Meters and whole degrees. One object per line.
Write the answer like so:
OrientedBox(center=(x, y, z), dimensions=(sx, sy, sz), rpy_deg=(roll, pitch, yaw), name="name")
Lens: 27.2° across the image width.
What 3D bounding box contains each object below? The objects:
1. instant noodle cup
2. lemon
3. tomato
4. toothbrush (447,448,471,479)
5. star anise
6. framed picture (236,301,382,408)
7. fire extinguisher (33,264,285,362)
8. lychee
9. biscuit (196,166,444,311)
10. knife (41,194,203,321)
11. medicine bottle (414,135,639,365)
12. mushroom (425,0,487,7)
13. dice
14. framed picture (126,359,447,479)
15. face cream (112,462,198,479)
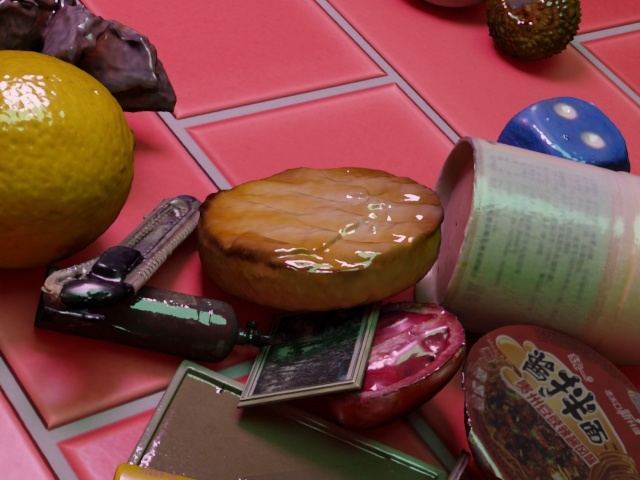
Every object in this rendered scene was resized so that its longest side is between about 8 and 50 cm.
OrientedBox(center=(0.255, 0.228, 1.469), dimensions=(0.274, 0.090, 0.274), rpy_deg=(17, 44, -17), name="instant noodle cup")
OrientedBox(center=(-0.341, -0.089, 1.460), dimensions=(0.267, 0.267, 0.267), rpy_deg=(12, 41, -11), name="lemon")
OrientedBox(center=(0.084, 0.151, 1.469), dimensions=(0.173, 0.099, 0.189), rpy_deg=(-19, 26, -5), name="tomato")
OrientedBox(center=(0.099, 0.310, 1.349), dimensions=(0.028, 0.026, 0.294), rpy_deg=(41, 42, -6), name="toothbrush")
OrientedBox(center=(-0.323, -0.245, 1.640), dimensions=(0.332, 0.117, 0.332), rpy_deg=(21, 3, -1), name="star anise")
OrientedBox(center=(-0.009, 0.119, 1.468), dimensions=(0.142, 0.011, 0.183), rpy_deg=(-11, 27, 18), name="framed picture")
OrientedBox(center=(-0.176, 0.087, 1.457), dimensions=(0.268, 0.089, 0.072), rpy_deg=(13, 73, -10), name="fire extinguisher")
OrientedBox(center=(0.348, -0.364, 2.128), dimensions=(0.171, 0.171, 0.171), rpy_deg=(12, 41, -11), name="lychee")
OrientedBox(center=(0.000, 0.000, 1.565), dimensions=(0.296, 0.102, 0.296), rpy_deg=(-4, 25, 2), name="biscuit")
OrientedBox(center=(-0.206, 0.003, 1.496), dimensions=(0.089, 0.043, 0.365), rpy_deg=(20, 22, 7), name="knife")
OrientedBox(center=(0.340, 0.029, 1.624), dimensions=(0.406, 0.235, 0.235), rpy_deg=(12, 41, -9), name="medicine bottle")
OrientedBox(center=(0.219, -0.511, 2.174), dimensions=(0.244, 0.243, 0.243), rpy_deg=(12, 41, -11), name="mushroom")
OrientedBox(center=(0.334, -0.107, 1.841), dimensions=(0.143, 0.146, 0.146), rpy_deg=(-12, 51, -30), name="dice")
OrientedBox(center=(-0.040, 0.266, 1.371), dimensions=(0.324, 0.020, 0.240), rpy_deg=(23, 41, 1), name="framed picture")
OrientedBox(center=(-0.070, 0.281, 1.267), dimensions=(0.273, 0.078, 0.078), rpy_deg=(15, 41, -7), name="face cream")
